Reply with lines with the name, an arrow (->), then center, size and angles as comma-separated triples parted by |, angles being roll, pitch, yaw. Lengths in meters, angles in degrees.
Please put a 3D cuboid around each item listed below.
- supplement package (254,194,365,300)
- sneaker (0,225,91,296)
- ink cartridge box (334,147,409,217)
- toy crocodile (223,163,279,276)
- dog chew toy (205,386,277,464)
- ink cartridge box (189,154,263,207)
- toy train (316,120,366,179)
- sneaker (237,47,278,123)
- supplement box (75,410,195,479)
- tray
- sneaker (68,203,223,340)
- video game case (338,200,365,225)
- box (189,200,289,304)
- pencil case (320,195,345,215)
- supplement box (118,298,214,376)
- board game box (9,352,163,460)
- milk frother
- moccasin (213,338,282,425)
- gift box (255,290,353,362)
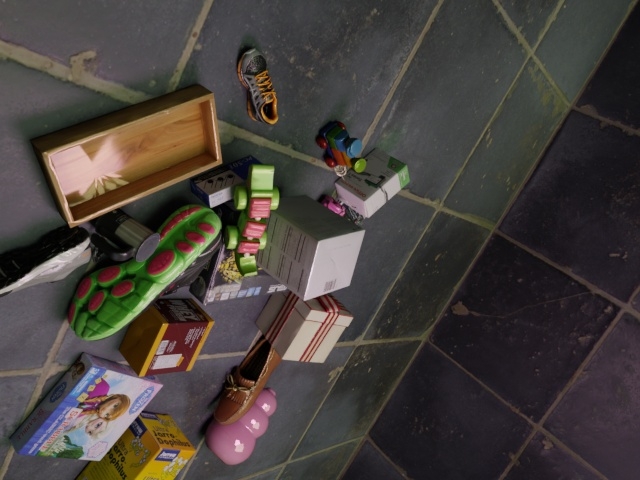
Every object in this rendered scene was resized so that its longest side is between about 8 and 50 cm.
supplement package -> -0.047, 0.012, 1.615 | 0.199, 0.263, 0.197 | -13, 126, -45
sneaker -> -0.656, 0.070, 1.258 | 0.272, 0.100, 0.107 | -30, 145, -30
ink cartridge box -> 0.184, -0.208, 1.948 | 0.219, 0.160, 0.092 | -41, 144, -17
toy crocodile -> -0.186, -0.054, 1.493 | 0.115, 0.105, 0.340 | 3, 122, -25
dog chew toy -> -0.306, 0.736, 2.205 | 0.332, 0.207, 0.206 | -46, 147, -25
ink cartridge box -> -0.249, -0.168, 1.524 | 0.207, 0.097, 0.046 | -29, 140, -32
toy train -> 0.094, -0.263, 1.789 | 0.105, 0.143, 0.248 | -42, 139, -14
sneaker -> -0.154, -0.403, 1.436 | 0.084, 0.083, 0.214 | -35, 141, -22
supplement box -> -0.637, 0.781, 1.841 | 0.356, 0.195, 0.194 | -52, 146, -2
tray -> -0.435, -0.209, 1.288 | 0.411, 0.076, 0.202 | -29, 140, -30
sneaker -> -0.448, 0.109, 1.461 | 0.483, 0.185, 0.202 | -37, 156, -6
video game case -> 0.083, -0.077, 2.074 | 0.173, 0.022, 0.190 | -47, 145, -8
box -> -0.206, 0.031, 1.755 | 0.395, 0.097, 0.318 | -2, 121, -51
pencil case -> 0.007, -0.052, 1.935 | 0.209, 0.098, 0.095 | -59, 166, 11
supplement box -> -0.466, 0.290, 1.654 | 0.194, 0.129, 0.191 | 9, 113, -53
board game box -> -0.692, 0.514, 1.647 | 0.318, 0.066, 0.318 | -50, 146, -3
milk frother -> -0.493, 0.013, 1.353 | 0.129, 0.135, 0.143 | -50, 168, -32
moccasin -> -0.282, 0.538, 2.093 | 0.380, 0.139, 0.147 | -49, 145, -6
gift box -> -0.049, 0.281, 2.043 | 0.277, 0.255, 0.258 | 13, 112, -48
